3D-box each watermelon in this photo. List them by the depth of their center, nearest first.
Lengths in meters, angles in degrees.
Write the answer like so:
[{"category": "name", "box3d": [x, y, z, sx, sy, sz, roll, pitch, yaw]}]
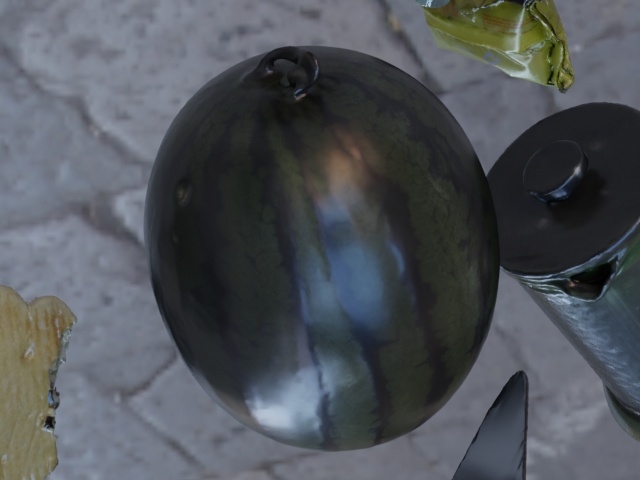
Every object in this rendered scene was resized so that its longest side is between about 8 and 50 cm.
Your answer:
[{"category": "watermelon", "box3d": [0.000, 0.000, 1.283, 0.279, 0.279, 0.359, -10, 123, 9]}]

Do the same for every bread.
[{"category": "bread", "box3d": [-0.344, 0.169, 1.659, 0.182, 0.251, 0.039, 10, 178, -35]}]

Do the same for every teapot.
[{"category": "teapot", "box3d": [0.286, 0.006, 1.498, 0.200, 0.270, 0.337, -19, 136, 26]}]

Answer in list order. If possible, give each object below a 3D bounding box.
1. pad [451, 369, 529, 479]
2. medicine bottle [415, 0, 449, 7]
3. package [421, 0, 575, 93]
[{"category": "pad", "box3d": [0.017, 0.185, 0.579, 0.004, 0.181, 0.267, 22, 119, -4]}, {"category": "medicine bottle", "box3d": [0.113, -0.269, 1.562, 0.047, 0.047, 0.083, 0, 142, -9]}, {"category": "package", "box3d": [0.185, -0.256, 1.793, 0.226, 0.090, 0.168, 26, 153, 38]}]
